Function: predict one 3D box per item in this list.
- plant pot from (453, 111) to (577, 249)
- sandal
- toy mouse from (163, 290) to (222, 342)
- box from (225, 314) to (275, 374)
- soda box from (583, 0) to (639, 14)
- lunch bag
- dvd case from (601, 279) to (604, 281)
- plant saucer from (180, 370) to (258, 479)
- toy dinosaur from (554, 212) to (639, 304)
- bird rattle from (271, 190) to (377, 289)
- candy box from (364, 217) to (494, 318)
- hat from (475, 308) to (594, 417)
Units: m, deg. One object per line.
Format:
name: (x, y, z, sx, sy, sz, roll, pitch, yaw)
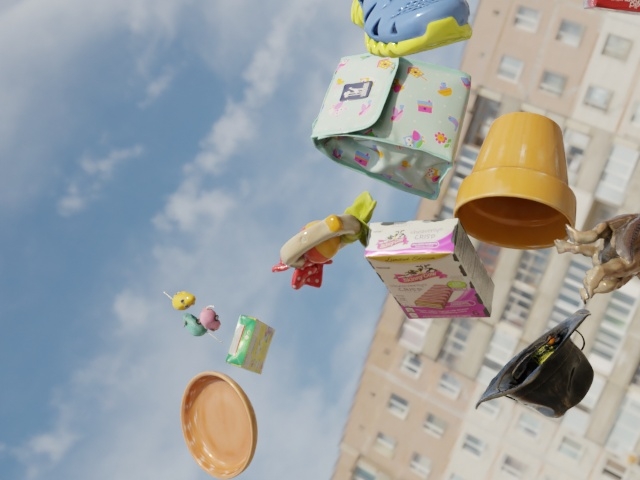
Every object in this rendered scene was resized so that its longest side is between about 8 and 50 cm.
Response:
plant pot: (0.345, -0.111, 1.822, 0.205, 0.205, 0.187, 58, -140, -58)
sandal: (0.095, -0.315, 1.307, 0.126, 0.317, 0.138, -15, -64, -9)
toy mouse: (-0.250, 0.167, 2.169, 0.031, 0.161, 0.143, -47, -64, -33)
box: (-0.141, 0.220, 2.198, 0.179, 0.043, 0.105, 46, -119, -71)
soda box: (0.632, -0.457, 1.962, 0.092, 0.263, 0.083, -103, 20, -79)
lunch bag: (0.129, -0.228, 1.957, 0.160, 0.262, 0.223, 108, 180, -58)
dvd case: (0.645, -0.009, 2.170, 0.164, 0.018, 0.221, -42, -13, -52)
plant saucer: (-0.181, 0.337, 1.936, 0.037, 0.200, 0.200, -7, -61, -46)
toy dinosaur: (0.489, 0.008, 1.649, 0.200, 0.127, 0.295, -19, -14, 3)
bird rattle: (0.000, 0.000, 2.022, 0.207, 0.254, 0.143, 12, -121, -65)
candy box: (0.191, 0.054, 1.808, 0.233, 0.159, 0.071, 53, -139, -49)
hat: (0.455, 0.277, 2.096, 0.331, 0.134, 0.331, -39, -5, -4)
